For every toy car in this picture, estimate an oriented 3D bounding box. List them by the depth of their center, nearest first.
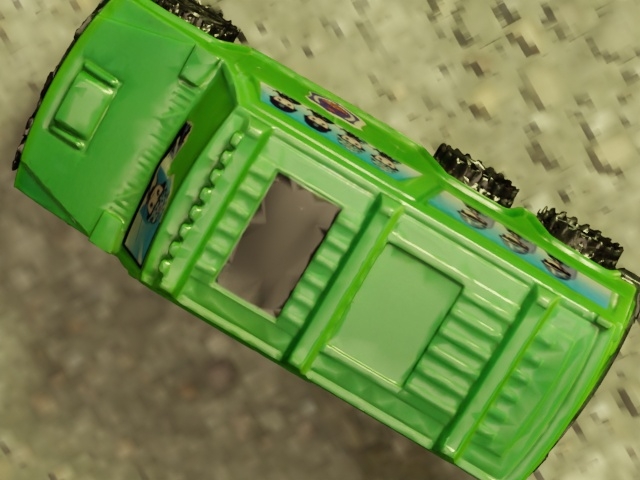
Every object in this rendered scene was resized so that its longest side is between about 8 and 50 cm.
[{"bbox_3d":[0.000,0.000,0.467,0.165,0.062,0.071,31,103,0],"label":"toy car"}]
